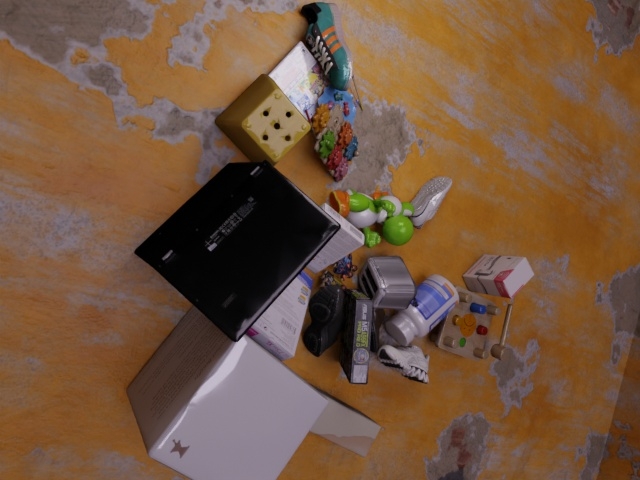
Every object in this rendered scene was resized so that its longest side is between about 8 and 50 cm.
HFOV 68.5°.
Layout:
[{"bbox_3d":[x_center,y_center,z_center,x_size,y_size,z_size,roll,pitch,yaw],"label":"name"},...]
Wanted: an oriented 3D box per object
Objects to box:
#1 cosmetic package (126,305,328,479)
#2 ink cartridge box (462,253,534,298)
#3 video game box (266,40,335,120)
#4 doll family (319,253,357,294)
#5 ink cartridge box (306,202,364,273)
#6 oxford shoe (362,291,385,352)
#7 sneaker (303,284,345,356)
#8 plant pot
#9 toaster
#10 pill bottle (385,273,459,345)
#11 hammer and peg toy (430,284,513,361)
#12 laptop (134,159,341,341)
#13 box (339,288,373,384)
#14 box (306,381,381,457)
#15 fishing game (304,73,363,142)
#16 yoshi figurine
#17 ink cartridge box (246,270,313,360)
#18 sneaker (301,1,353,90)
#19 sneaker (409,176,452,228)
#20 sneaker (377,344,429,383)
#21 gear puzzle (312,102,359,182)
[{"bbox_3d":[-0.264,0.416,1.262,0.327,0.393,0.330,45,74,-25],"label":"cosmetic package"},{"bbox_3d":[0.706,0.138,1.880,0.158,0.217,0.092,-38,106,-21],"label":"ink cartridge box"},{"bbox_3d":[-0.071,-0.485,1.486,0.187,0.048,0.205,45,73,-22],"label":"video game box"},{"bbox_3d":[0.069,0.118,1.605,0.111,0.076,0.193,37,74,-22],"label":"doll family"},{"bbox_3d":[0.000,0.000,1.510,0.181,0.224,0.056,37,40,-26],"label":"ink cartridge box"},{"bbox_3d":[0.198,0.289,1.688,0.096,0.082,0.228,-9,100,-32],"label":"oxford shoe"},{"bbox_3d":[0.028,0.249,1.544,0.130,0.109,0.287,-21,140,-41],"label":"sneaker"},{"bbox_3d":[-0.146,-0.331,1.351,0.212,0.187,0.212,-45,115,-2],"label":"plant pot"},{"bbox_3d":[0.230,0.152,1.627,0.146,0.227,0.129,3,133,-23],"label":"toaster"},{"bbox_3d":[0.372,0.260,1.742,0.272,0.152,0.153,-36,110,-21],"label":"pill bottle"},{"bbox_3d":[0.627,0.347,1.909,0.361,0.127,0.266,23,82,-29],"label":"hammer and peg toy"},{"bbox_3d":[-0.233,-0.003,1.231,0.407,0.236,0.382,41,73,6],"label":"laptop"},{"bbox_3d":[0.116,0.311,1.565,0.060,0.216,0.271,4,92,-7],"label":"box"},{"bbox_3d":[0.038,0.600,1.591,0.311,0.148,0.121,36,78,-25],"label":"box"},{"bbox_3d":[0.060,-0.416,1.535,0.264,0.041,0.189,-43,129,-31],"label":"fishing game"},{"bbox_3d":[0.186,-0.063,1.594,0.361,0.203,0.203,-2,103,-31],"label":"yoshi figurine"},{"bbox_3d":[-0.126,0.188,1.449,0.186,0.065,0.311,45,40,-25],"label":"ink cartridge box"},{"bbox_3d":[0.013,-0.604,1.469,0.120,0.108,0.303,-8,76,-23],"label":"sneaker"},{"bbox_3d":[0.417,-0.148,1.780,0.235,0.090,0.095,-44,126,-15],"label":"sneaker"},{"bbox_3d":[0.316,0.437,1.758,0.292,0.110,0.119,38,66,-39],"label":"sneaker"},{"bbox_3d":[0.053,-0.319,1.466,0.176,0.044,0.339,-64,154,-10],"label":"gear puzzle"}]
